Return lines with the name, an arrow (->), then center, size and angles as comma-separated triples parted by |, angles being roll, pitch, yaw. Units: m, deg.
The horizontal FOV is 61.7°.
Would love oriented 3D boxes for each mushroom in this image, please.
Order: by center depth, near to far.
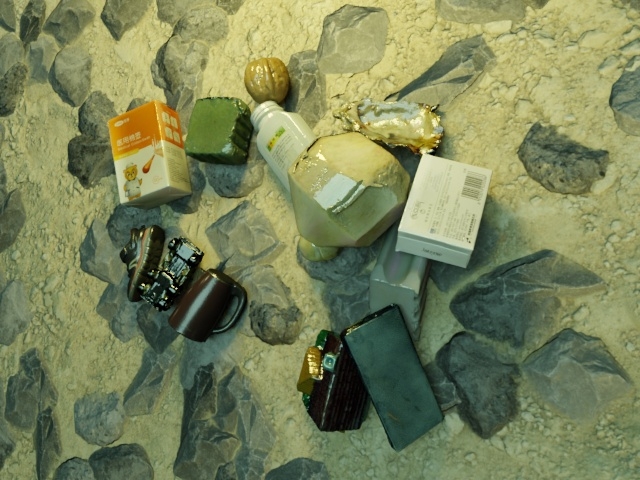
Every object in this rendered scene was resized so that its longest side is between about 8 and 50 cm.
mushroom -> 0.000, 0.000, 1.688 | 0.148, 0.112, 0.148 | -3, 80, 19

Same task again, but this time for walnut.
walnut -> -0.180, -0.538, 1.809 | 0.166, 0.149, 0.166 | 0, 88, -5

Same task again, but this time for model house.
model house -> 0.027, 0.414, 1.554 | 0.230, 0.249, 0.280 | 12, 88, 23

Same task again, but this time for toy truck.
toy truck -> -0.506, 0.118, 1.867 | 0.127, 0.127, 0.257 | 35, 96, 15

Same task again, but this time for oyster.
oyster -> 0.196, -0.336, 1.641 | 0.361, 0.096, 0.221 | 8, 46, 16

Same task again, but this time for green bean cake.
green bean cake -> -0.348, -0.385, 1.867 | 0.222, 0.125, 0.227 | 6, 84, 24

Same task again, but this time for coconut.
coconut -> 0.065, -0.134, 1.530 | 0.353, 0.352, 0.352 | -3, 83, 21

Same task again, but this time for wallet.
wallet -> 0.204, 0.376, 1.482 | 0.191, 0.046, 0.379 | -27, 99, -21

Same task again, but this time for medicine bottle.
medicine bottle -> -0.103, -0.308, 1.756 | 0.324, 0.124, 0.179 | 53, 125, 17

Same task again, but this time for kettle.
kettle -> -0.370, 0.219, 1.798 | 0.202, 0.144, 0.232 | 34, 94, 2

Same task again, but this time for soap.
soap -> 0.255, 0.111, 1.613 | 0.159, 0.258, 0.302 | 9, 43, 21

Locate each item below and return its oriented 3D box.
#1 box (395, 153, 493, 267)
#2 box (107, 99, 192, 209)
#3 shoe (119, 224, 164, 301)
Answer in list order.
box -> 0.344, -0.085, 1.494 | 0.203, 0.116, 0.274 | 15, 62, 12
box -> -0.622, -0.308, 1.953 | 0.225, 0.143, 0.341 | -17, 79, 19
shoe -> -0.666, 0.077, 1.937 | 0.137, 0.114, 0.291 | 11, 85, 17
